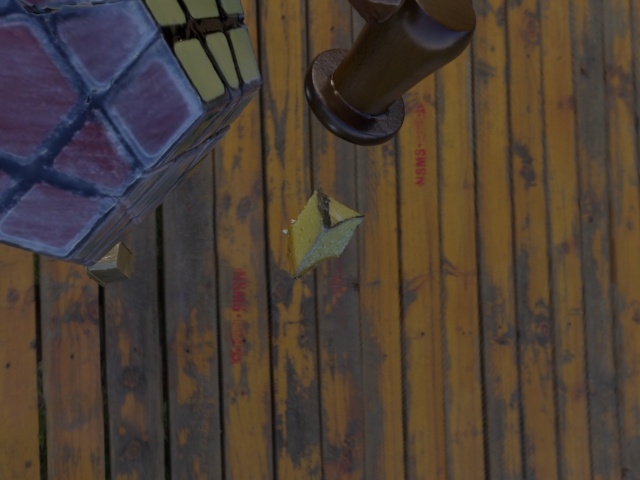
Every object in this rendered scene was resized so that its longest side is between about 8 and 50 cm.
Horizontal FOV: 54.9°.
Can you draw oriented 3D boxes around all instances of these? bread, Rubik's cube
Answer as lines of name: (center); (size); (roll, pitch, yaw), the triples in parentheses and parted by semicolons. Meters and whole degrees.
bread: (0.000, 0.000, 1.179); (0.127, 0.147, 0.152); (27, 35, -11)
Rubik's cube: (-0.200, -0.131, 0.412); (0.264, 0.319, 0.318); (-14, 94, -45)

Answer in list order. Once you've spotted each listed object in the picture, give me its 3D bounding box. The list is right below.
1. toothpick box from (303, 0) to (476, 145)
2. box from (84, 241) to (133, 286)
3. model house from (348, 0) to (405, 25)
toothpick box: (0.103, -0.285, 0.995); (0.192, 0.294, 0.192); (17, 55, -26)
box: (-0.520, 0.049, 1.490); (0.111, 0.177, 0.111); (0, 72, -1)
model house: (0.026, -0.420, 0.691); (0.252, 0.329, 0.295); (-39, 146, 16)
